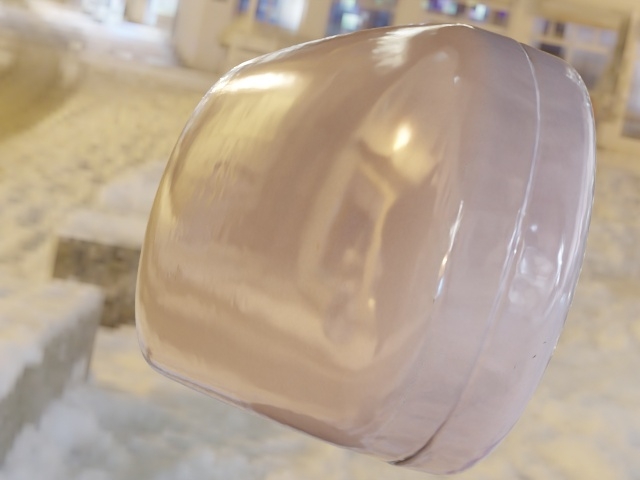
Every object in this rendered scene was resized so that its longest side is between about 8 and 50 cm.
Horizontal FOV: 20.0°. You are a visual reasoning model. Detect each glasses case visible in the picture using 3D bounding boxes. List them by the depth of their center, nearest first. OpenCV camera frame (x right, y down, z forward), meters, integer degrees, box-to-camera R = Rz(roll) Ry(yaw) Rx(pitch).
[{"bbox_3d":[0.000,0.000,0.554,0.075,0.113,0.297,16,-3,-18],"label":"glasses case"}]
